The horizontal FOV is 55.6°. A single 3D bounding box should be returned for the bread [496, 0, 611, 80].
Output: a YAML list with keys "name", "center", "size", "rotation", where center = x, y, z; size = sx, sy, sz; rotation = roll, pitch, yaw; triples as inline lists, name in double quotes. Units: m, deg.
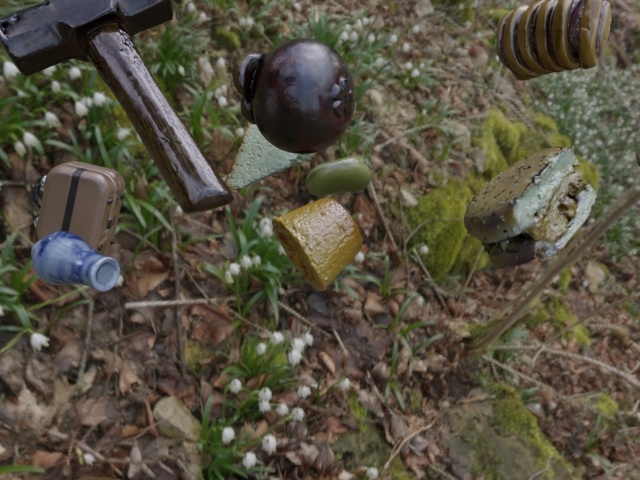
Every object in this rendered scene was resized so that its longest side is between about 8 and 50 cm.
- name: "bread"
  center: [0.400, -0.359, 1.067]
  size: [0.081, 0.134, 0.225]
  rotation: [-9, 9, -29]

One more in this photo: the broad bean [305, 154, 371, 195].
- name: "broad bean"
  center: [0.071, -0.228, 2.190]
  size: [0.263, 0.189, 0.121]
  rotation: [-19, 69, -31]

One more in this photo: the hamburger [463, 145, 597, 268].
- name: "hamburger"
  center: [0.508, -0.071, 1.522]
  size: [0.195, 0.277, 0.318]
  rotation: [50, 62, -10]

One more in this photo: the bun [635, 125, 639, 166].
- name: "bun"
  center: [0.428, -0.108, 0.673]
  size: [0.128, 0.178, 0.193]
  rotation: [13, 46, 2]

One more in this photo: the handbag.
- name: "handbag"
  center: [-0.769, -0.099, 1.877]
  size: [0.283, 0.301, 0.149]
  rotation: [20, 17, 6]

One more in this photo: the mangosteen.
- name: "mangosteen"
  center: [-0.038, -0.248, 1.056]
  size: [0.210, 0.210, 0.209]
  rotation: [2, 53, -3]

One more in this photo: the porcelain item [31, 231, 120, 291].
- name: "porcelain item"
  center: [-0.634, 0.058, 1.557]
  size: [0.259, 0.141, 0.141]
  rotation: [16, 52, 29]

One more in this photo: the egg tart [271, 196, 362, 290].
- name: "egg tart"
  center: [0.000, 0.000, 1.393]
  size: [0.147, 0.202, 0.202]
  rotation: [-34, 62, -14]

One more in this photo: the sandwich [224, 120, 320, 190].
- name: "sandwich"
  center: [-0.141, -0.262, 1.884]
  size: [0.254, 0.099, 0.288]
  rotation: [21, 95, -11]

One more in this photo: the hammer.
- name: "hammer"
  center: [-0.253, -0.198, 0.840]
  size: [0.242, 0.095, 0.408]
  rotation: [-30, 77, -13]

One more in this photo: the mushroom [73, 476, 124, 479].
- name: "mushroom"
  center: [-0.380, 0.520, 0.922]
  size: [0.208, 0.233, 0.301]
  rotation: [11, 49, -37]
